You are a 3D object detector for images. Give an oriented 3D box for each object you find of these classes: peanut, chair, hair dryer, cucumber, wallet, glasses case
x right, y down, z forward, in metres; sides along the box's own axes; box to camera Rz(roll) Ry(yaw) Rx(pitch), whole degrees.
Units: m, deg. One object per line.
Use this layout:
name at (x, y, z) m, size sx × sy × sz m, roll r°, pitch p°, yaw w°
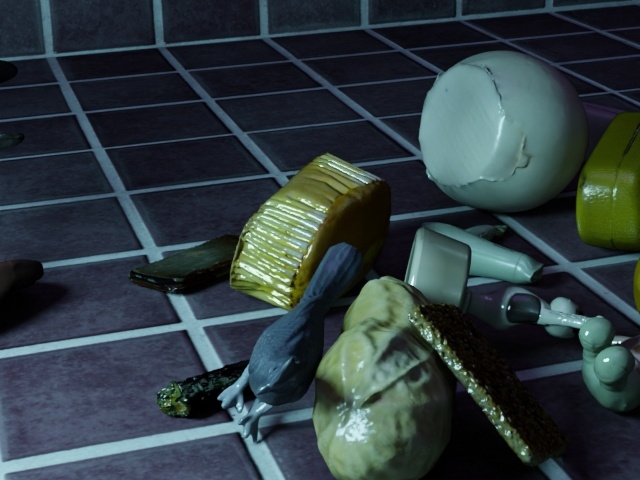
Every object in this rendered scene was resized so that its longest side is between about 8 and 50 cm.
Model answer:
peanut at (0.080, 0.172, 1.486) m, size 0.174 × 0.158 × 0.340 m, roll 36°, pitch 22°, yaw -1°
chair at (-0.543, -0.056, 1.872) m, size 0.227 × 0.400 × 0.226 m, roll -8°, pitch -4°, yaw -1°
hair dryer at (0.283, 0.009, 2.039) m, size 0.206 × 0.075 × 0.237 m, roll 15°, pitch 18°, yaw 21°
cucumber at (-0.124, 0.187, 1.613) m, size 0.182 × 0.053 × 0.053 m, roll -13°, pitch 24°, yaw -33°
wallet at (-0.187, 0.037, 2.016) m, size 0.122 × 0.031 × 0.232 m, roll 12°, pitch 23°, yaw 41°
glasses case at (0.533, -0.092, 2.098) m, size 0.141 × 0.173 × 0.371 m, roll 7°, pitch 25°, yaw 22°
glasses case at (0.574, -0.198, 2.448) m, size 0.075 × 0.113 × 0.297 m, roll -20°, pitch 29°, yaw -35°

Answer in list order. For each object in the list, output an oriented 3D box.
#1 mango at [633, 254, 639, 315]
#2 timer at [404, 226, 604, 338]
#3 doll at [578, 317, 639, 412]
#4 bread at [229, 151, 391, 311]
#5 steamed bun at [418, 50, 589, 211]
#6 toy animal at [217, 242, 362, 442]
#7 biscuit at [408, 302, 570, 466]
mango at (0.545, 0.020, 1.745) m, size 0.255 × 0.139 × 0.175 m, roll -33°, pitch 58°, yaw 15°
timer at (0.245, 0.092, 1.713) m, size 0.266 × 0.175 × 0.175 m, roll 12°, pitch 22°, yaw 2°
doll at (0.441, 0.154, 1.588) m, size 0.275 × 0.113 × 0.155 m, roll -3°, pitch 29°, yaw -24°
bread at (0.000, 0.000, 1.906) m, size 0.156 × 0.204 × 0.288 m, roll 27°, pitch 34°, yaw 19°
steamed bun at (0.352, -0.188, 2.235) m, size 0.310 × 0.309 × 0.309 m, roll -1°, pitch 22°, yaw 0°
toy animal at (-0.044, 0.143, 1.501) m, size 0.081 × 0.205 × 0.367 m, roll 36°, pitch 23°, yaw -2°
biscuit at (0.200, 0.163, 1.465) m, size 0.231 × 0.025 × 0.131 m, roll 51°, pitch 22°, yaw 20°
